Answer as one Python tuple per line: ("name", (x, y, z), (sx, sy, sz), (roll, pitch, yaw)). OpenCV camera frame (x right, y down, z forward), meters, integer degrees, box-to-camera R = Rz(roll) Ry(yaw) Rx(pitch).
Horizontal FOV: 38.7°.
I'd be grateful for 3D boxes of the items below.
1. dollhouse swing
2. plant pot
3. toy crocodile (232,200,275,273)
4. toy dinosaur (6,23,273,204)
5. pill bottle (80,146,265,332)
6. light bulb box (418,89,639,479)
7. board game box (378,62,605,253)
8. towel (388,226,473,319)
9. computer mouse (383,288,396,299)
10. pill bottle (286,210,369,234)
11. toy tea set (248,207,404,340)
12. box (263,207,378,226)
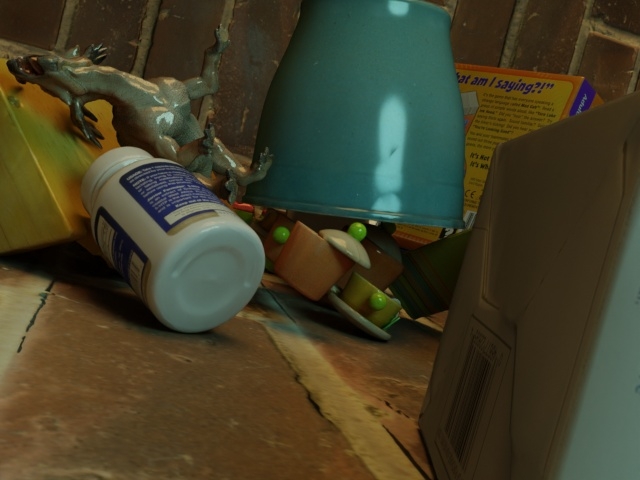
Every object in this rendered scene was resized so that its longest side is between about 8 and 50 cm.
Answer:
("dollhouse swing", (-0.336, -0.028, 1.090), (0.315, 0.305, 0.347), (60, 20, 16))
("plant pot", (0.053, -0.155, 1.102), (0.272, 0.255, 0.271), (7, 2, 0))
("toy crocodile", (-0.124, -0.020, 1.418), (0.341, 0.105, 0.115), (15, 4, -9))
("toy dinosaur", (-0.178, -0.108, 0.970), (0.200, 0.127, 0.295), (-2, -47, 22))
("pill bottle", (-0.143, -0.010, 0.829), (0.112, 0.112, 0.187), (11, 22, -44))
("light bulb box", (0.267, 0.084, 0.491), (0.361, 0.225, 0.358), (15, 3, 1))
("board game box", (0.347, -0.086, 1.725), (0.356, 0.356, 0.356), (18, -10, 45))
("towel", (0.183, 0.036, 1.183), (0.237, 0.102, 0.021), (-23, 20, 42))
("computer mouse", (0.089, 0.075, 1.314), (0.106, 0.042, 0.193), (18, 5, 32))
("pill bottle", (0.006, -0.059, 1.353), (0.118, 0.117, 0.208), (14, 20, -9))
("toy tea set", (0.028, 0.009, 1.066), (0.200, 0.124, 0.336), (36, 1, -11))
("box", (0.000, 0.000, 1.513), (0.186, 0.038, 0.145), (15, -36, 11))
